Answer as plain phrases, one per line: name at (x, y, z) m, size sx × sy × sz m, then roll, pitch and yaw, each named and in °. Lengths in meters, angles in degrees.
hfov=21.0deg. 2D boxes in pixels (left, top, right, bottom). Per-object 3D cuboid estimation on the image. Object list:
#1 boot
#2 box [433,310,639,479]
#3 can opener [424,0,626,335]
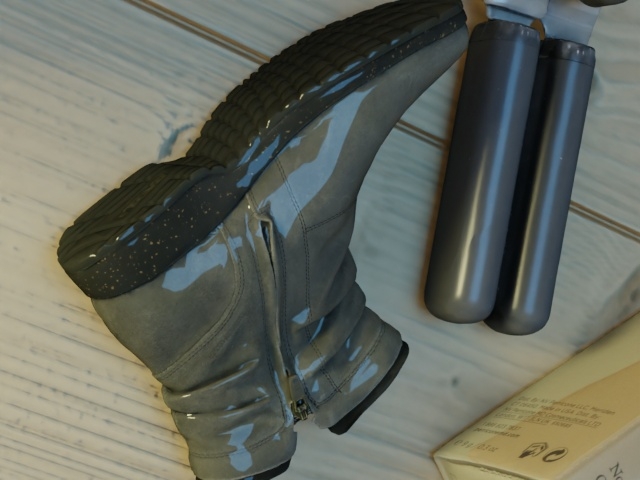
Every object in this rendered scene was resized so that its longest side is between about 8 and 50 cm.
boot at (0.000, 0.000, 0.864) m, size 0.246 × 0.083 × 0.161 m, roll -39°, pitch 114°, yaw -15°
box at (0.234, 0.102, 0.947) m, size 0.311 × 0.121 × 0.148 m, roll -32°, pitch 104°, yaw -22°
can opener at (0.117, -0.089, 0.910) m, size 0.074 × 0.093 × 0.280 m, roll 14°, pitch 89°, yaw -27°
